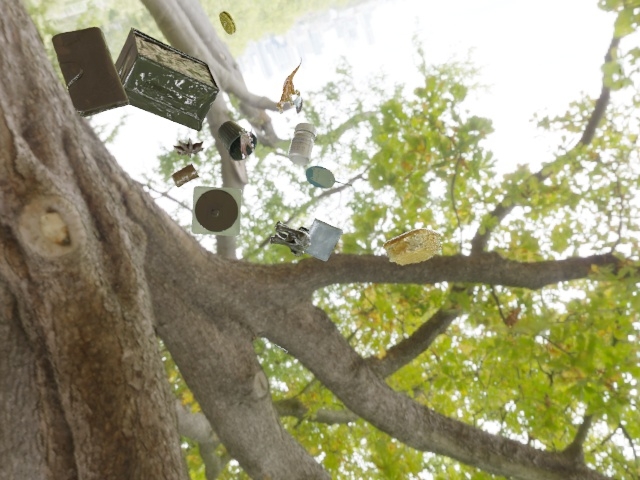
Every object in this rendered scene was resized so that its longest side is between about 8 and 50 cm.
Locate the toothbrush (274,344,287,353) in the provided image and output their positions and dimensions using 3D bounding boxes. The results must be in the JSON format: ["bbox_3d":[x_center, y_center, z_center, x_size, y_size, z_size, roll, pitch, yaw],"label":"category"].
[{"bbox_3d":[-0.169,0.459,2.049,0.014,0.011,0.167,-41,-168,-18],"label":"toothbrush"}]

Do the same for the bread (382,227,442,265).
[{"bbox_3d":[0.395,0.026,2.085,0.174,0.121,0.245,13,157,-33],"label":"bread"}]

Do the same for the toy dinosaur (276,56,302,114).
[{"bbox_3d":[-0.129,-0.604,1.884,0.057,0.212,0.142,12,-156,20],"label":"toy dinosaur"}]

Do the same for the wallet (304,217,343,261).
[{"bbox_3d":[0.000,-0.001,2.489,0.167,0.222,0.036,23,-149,-7],"label":"wallet"}]

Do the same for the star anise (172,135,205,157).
[{"bbox_3d":[-0.564,-0.393,2.074,0.141,0.042,0.141,-10,158,-4],"label":"star anise"}]

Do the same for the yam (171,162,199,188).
[{"bbox_3d":[-0.673,-0.323,2.406,0.127,0.084,0.084,-31,-156,-15],"label":"yam"}]

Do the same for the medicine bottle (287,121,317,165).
[{"bbox_3d":[-0.080,-0.427,2.149,0.105,0.105,0.168,-3,-115,36],"label":"medicine bottle"}]

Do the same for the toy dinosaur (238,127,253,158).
[{"bbox_3d":[-0.298,-0.405,1.971,0.032,0.108,0.220,-10,-134,19],"label":"toy dinosaur"}]

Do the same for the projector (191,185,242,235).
[{"bbox_3d":[-0.557,-0.157,2.598,0.257,0.259,0.079,3,179,-14],"label":"projector"}]

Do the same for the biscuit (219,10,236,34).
[{"bbox_3d":[-0.346,-0.809,1.802,0.023,0.084,0.084,-40,-152,-19],"label":"biscuit"}]

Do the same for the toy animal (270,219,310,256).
[{"bbox_3d":[-0.111,-0.002,1.802,0.146,0.115,0.245,17,-170,-10],"label":"toy animal"}]

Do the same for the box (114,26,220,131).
[{"bbox_3d":[-0.607,-0.625,1.892,0.204,0.345,0.251,-53,-138,26],"label":"box"}]

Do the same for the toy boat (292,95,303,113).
[{"bbox_3d":[-0.106,-0.649,2.261,0.034,0.096,0.122,10,179,6],"label":"toy boat"}]

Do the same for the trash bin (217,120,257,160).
[{"bbox_3d":[-0.435,-0.520,2.470,0.175,0.175,0.161,-30,-121,-24],"label":"trash bin"}]

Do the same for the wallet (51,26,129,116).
[{"bbox_3d":[-0.731,-0.539,1.534,0.165,0.310,0.042,-19,166,-18],"label":"wallet"}]

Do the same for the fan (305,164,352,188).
[{"bbox_3d":[0.030,-0.215,1.716,0.175,0.113,0.005,15,-126,5],"label":"fan"}]
